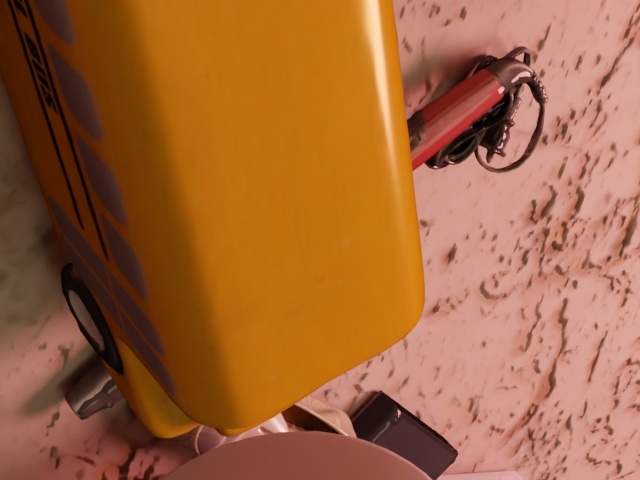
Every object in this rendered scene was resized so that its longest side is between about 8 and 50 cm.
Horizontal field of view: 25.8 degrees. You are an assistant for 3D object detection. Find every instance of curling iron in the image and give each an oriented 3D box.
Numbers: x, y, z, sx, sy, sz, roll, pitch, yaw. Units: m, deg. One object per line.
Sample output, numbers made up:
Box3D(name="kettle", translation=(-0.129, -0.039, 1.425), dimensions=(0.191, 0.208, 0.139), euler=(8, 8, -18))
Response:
Box3D(name="curling iron", translation=(0.000, 0.000, 0.651), dimensions=(0.274, 0.035, 0.068), euler=(-36, 142, -11))

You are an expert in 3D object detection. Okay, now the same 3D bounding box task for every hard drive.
Box3D(name="hard drive", translation=(0.014, 0.155, 0.819), dimensions=(0.135, 0.022, 0.094), euler=(-46, 143, 2))

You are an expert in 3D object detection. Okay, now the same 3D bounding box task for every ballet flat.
Box3D(name="ballet flat", translation=(-0.024, 0.095, 0.704), dimensions=(0.057, 0.052, 0.168), euler=(-52, 142, 9))

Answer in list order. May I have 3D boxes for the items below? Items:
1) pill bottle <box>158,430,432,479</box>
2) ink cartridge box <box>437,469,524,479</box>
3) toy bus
Box3D(name="pill bottle", translation=(0.011, 0.289, 0.719), dimensions=(0.229, 0.229, 0.407), euler=(-30, 137, -18))
Box3D(name="ink cartridge box", translation=(0.087, 0.209, 0.904), dimensions=(0.104, 0.061, 0.181), euler=(6, 121, -45))
Box3D(name="toy bus", translation=(-0.042, -0.054, 0.474), dimensions=(0.108, 0.130, 0.332), euler=(-28, 134, -20))
